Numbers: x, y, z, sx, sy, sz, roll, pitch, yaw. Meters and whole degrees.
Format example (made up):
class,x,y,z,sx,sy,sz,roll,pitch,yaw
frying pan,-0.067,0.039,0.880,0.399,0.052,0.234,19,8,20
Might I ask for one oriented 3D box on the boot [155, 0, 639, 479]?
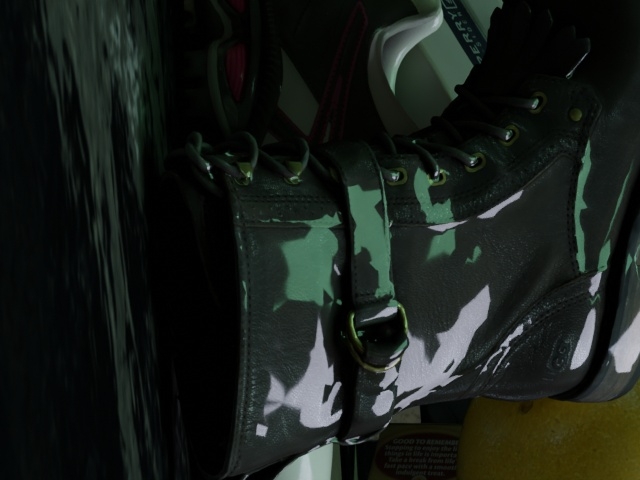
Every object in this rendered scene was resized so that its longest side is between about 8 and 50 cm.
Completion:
class,x,y,z,sx,sy,sz,roll,pitch,yaw
boot,0.040,-0.030,0.724,0.091,0.229,0.263,6,-83,55

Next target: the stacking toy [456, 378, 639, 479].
class,x,y,z,sx,sy,sz,roll,pitch,yaw
stacking toy,0.203,0.152,1.111,0.480,0.351,0.350,59,14,-24

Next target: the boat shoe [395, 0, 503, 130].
class,x,y,z,sx,sy,sz,roll,pitch,yaw
boat shoe,0.019,-0.094,0.950,0.158,0.127,0.340,-47,-122,41

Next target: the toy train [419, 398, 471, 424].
class,x,y,z,sx,sy,sz,roll,pitch,yaw
toy train,0.155,0.119,1.337,0.142,0.190,0.334,40,-27,31

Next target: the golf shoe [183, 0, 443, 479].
class,x,y,z,sx,sy,sz,roll,pitch,yaw
golf shoe,0.000,0.000,0.797,0.105,0.120,0.272,82,7,-79

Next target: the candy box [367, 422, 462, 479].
class,x,y,z,sx,sy,sz,roll,pitch,yaw
candy box,0.065,0.299,1.190,0.316,0.088,0.183,-71,153,-43
